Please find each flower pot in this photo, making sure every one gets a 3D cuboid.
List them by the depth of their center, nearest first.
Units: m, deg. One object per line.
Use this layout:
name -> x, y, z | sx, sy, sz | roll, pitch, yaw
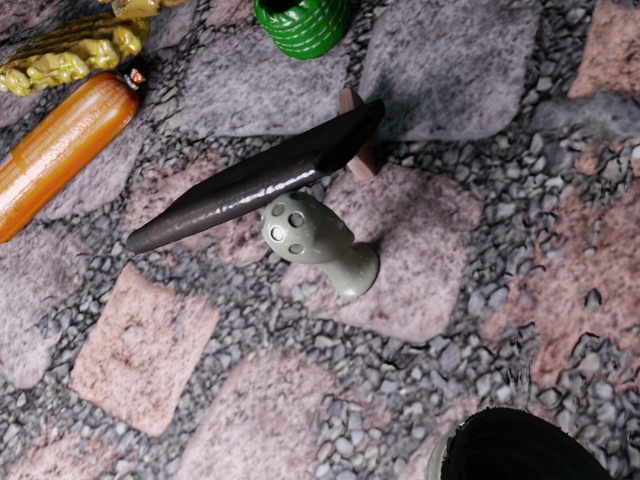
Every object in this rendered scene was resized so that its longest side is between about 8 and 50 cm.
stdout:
flower pot -> 0.151, 0.266, 0.971 | 0.140, 0.235, 0.235 | -46, 41, 34

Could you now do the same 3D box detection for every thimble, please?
thimble -> -0.026, -0.304, 1.529 | 0.118, 0.090, 0.130 | -49, 47, -4

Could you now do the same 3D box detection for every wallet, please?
wallet -> -0.074, -0.066, 1.365 | 0.321, 0.044, 0.170 | -20, 16, 39

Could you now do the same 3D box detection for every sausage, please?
sausage -> -0.367, -0.132, 1.672 | 0.312, 0.093, 0.093 | -43, 46, 5

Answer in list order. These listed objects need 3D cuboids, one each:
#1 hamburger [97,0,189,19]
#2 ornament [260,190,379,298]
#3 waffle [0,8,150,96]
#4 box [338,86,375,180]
hamburger -> -0.180, -0.401, 1.592 | 0.283, 0.145, 0.259 | -35, 25, -20
ornament -> 0.000, 0.000, 1.268 | 0.081, 0.156, 0.075 | -19, 54, 26
waffle -> -0.354, -0.281, 1.719 | 0.249, 0.056, 0.253 | -17, 22, 12
box -> 0.043, -0.127, 1.393 | 0.025, 0.048, 0.115 | -18, 52, 16
